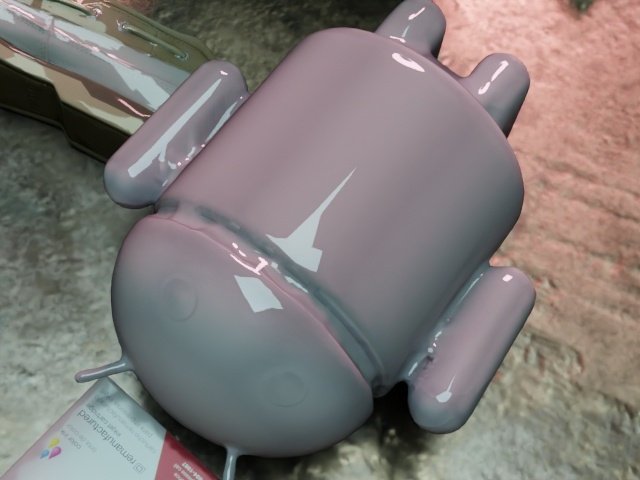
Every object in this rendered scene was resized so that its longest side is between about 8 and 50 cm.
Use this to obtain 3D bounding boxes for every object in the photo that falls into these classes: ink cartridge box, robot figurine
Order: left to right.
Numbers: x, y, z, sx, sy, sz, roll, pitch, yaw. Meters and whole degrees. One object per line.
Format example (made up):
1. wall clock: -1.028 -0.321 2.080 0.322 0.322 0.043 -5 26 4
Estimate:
1. ink cartridge box: -0.158 0.199 0.817 0.127 0.072 0.175 40 71 10
2. robot figurine: 0.000 0.000 0.837 0.300 0.200 0.353 35 70 14

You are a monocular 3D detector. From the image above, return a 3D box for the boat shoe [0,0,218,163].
1. boat shoe: -0.216 -0.158 0.934 0.302 0.113 0.103 31 68 -4
